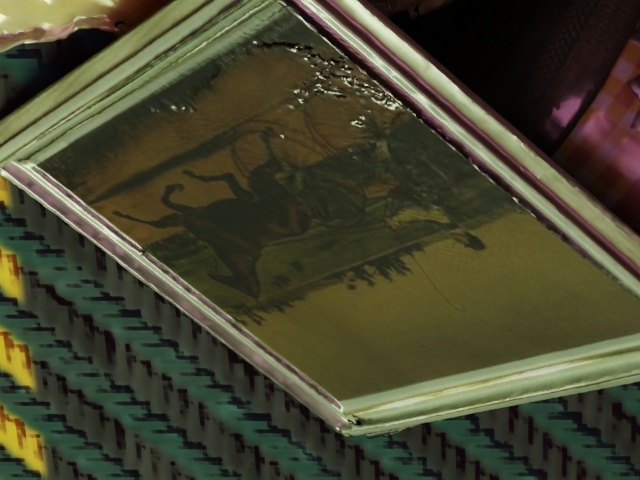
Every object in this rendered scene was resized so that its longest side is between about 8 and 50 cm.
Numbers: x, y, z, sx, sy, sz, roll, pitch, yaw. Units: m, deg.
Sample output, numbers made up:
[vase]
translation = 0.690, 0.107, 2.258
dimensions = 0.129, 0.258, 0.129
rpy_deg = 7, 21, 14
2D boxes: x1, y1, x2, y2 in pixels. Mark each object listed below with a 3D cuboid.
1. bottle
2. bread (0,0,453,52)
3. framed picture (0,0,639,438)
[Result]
[bottle]
translation = 0.172, -0.003, 0.676
dimensions = 0.271, 0.143, 0.156
rpy_deg = 32, 141, -10
[bread]
translation = -0.060, -0.123, 0.629
dimensions = 0.240, 0.135, 0.178
rpy_deg = -8, 117, 6
[framed picture]
translation = 0.000, 0.000, 0.668
dimensions = 0.197, 0.014, 0.252
rpy_deg = 39, 154, -16
